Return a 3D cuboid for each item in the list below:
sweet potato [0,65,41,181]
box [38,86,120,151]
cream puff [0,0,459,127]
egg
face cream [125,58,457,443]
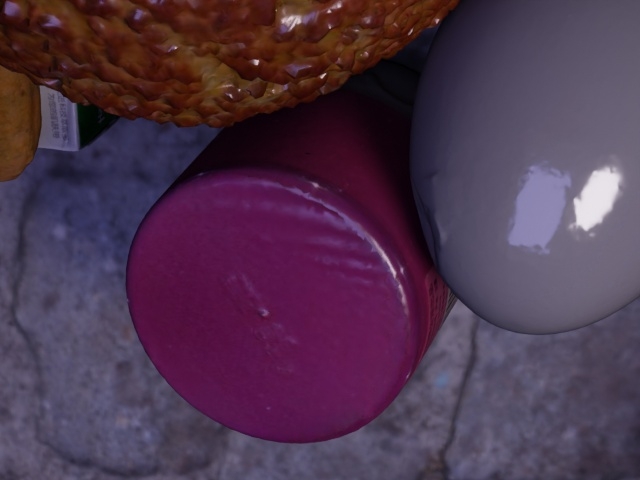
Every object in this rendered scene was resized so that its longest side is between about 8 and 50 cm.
[{"bbox_3d":[-0.229,-0.190,1.020,0.095,0.106,0.354,-18,109,-5],"label":"sweet potato"},{"bbox_3d":[-0.204,-0.162,1.130,0.135,0.081,0.199,6,119,18],"label":"box"},{"bbox_3d":[-0.066,-0.172,0.912,0.350,0.350,0.228,7,91,17],"label":"cream puff"},{"bbox_3d":[0.135,-0.060,0.968,0.176,0.176,0.232,21,77,10],"label":"egg"},{"bbox_3d":[0.000,0.000,1.066,0.175,0.195,0.175,8,117,16],"label":"face cream"}]
